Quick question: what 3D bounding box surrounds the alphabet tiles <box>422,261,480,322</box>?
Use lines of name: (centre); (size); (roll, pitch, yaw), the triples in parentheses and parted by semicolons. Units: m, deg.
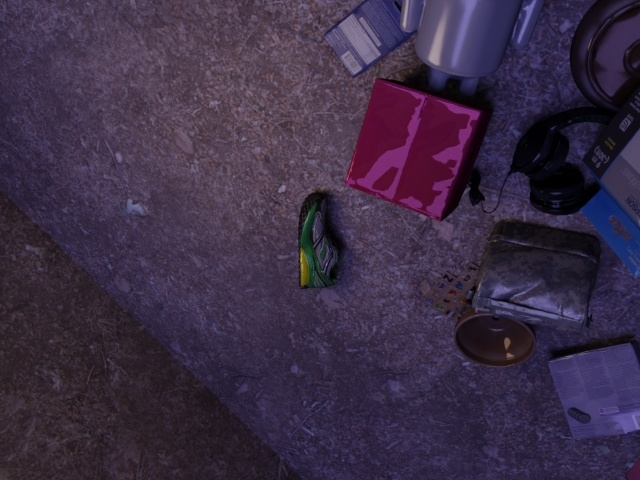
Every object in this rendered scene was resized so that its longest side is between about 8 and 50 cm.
alphabet tiles: (0.455, 0.171, 1.813); (0.198, 0.009, 0.237); (32, 132, 3)

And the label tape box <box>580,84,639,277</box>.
label tape box: (0.666, -0.137, 1.195); (0.115, 0.249, 0.348); (16, 125, -20)

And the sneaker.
sneaker: (0.000, 0.000, 1.870); (0.146, 0.134, 0.344); (-1, 123, -1)

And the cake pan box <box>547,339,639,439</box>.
cake pan box: (0.829, 0.435, 1.695); (0.266, 0.070, 0.246); (-26, 78, 38)

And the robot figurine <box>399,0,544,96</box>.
robot figurine: (0.320, -0.495, 1.252); (0.299, 0.200, 0.354); (6, 130, -5)

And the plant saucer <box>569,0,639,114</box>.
plant saucer: (0.694, -0.394, 1.233); (0.310, 0.050, 0.311); (14, 130, 18)

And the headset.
headset: (0.550, -0.183, 1.430); (0.394, 0.185, 0.243); (-24, 120, 25)

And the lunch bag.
lunch bag: (0.562, 0.111, 1.541); (0.305, 0.256, 0.213); (13, 129, 20)

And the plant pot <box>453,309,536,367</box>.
plant pot: (0.528, 0.269, 1.769); (0.237, 0.110, 0.237); (10, 131, 12)

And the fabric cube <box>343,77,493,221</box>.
fabric cube: (0.240, -0.227, 1.407); (0.259, 0.254, 0.258); (22, 110, 16)

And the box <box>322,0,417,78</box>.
box: (0.128, -0.520, 1.447); (0.225, 0.036, 0.136); (-26, 109, 41)

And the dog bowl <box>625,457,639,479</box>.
dog bowl: (0.998, 0.569, 1.582); (0.150, 0.407, 0.408); (40, 140, 34)
